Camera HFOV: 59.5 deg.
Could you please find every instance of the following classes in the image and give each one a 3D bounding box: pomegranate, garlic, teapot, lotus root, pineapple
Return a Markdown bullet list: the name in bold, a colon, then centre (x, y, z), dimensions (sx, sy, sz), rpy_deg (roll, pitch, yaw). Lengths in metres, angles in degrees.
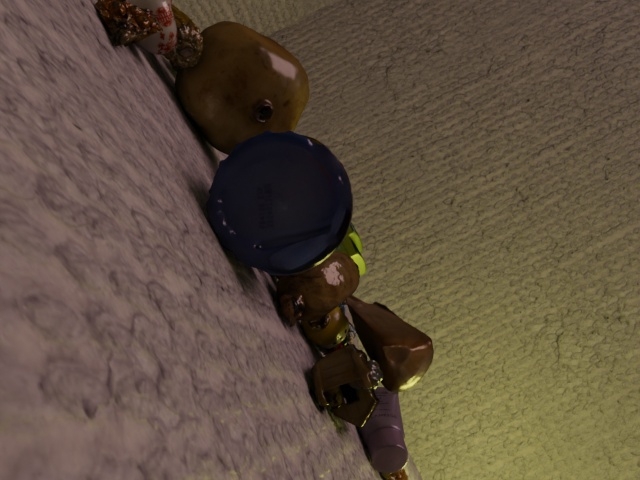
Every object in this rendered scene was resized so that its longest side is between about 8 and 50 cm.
- **pomegranate**: centre (-0.190, -0.376, 1.402), dimensions (0.332, 0.333, 0.332), rpy_deg (62, 1, -1)
- **garlic**: centre (0.152, 0.214, 1.324), dimensions (0.196, 0.151, 0.338), rpy_deg (53, 1, -30)
- **teapot**: centre (-0.334, -0.435, 1.082), dimensions (0.159, 0.116, 0.245), rpy_deg (52, -16, -7)
- **lotus root**: centre (-0.009, 0.096, 1.237), dimensions (0.257, 0.154, 0.140), rpy_deg (-21, 79, -52)
- **pineapple**: centre (-0.331, -0.354, 0.945), dimensions (0.114, 0.077, 0.114), rpy_deg (24, 32, -24)

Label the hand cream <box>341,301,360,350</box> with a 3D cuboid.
- **hand cream**: centre (0.058, 0.304, 1.709), dimensions (0.185, 0.118, 0.358), rpy_deg (49, 15, -38)

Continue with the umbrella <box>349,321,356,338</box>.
- **umbrella**: centre (0.012, 0.203, 1.574), dimensions (0.250, 0.053, 0.052), rpy_deg (44, 13, -25)

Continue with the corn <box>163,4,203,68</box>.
- **corn**: centre (-0.357, -0.496, 1.310), dimensions (0.318, 0.115, 0.115), rpy_deg (49, -9, 43)

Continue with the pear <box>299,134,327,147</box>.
- **pear**: centre (-0.070, -0.158, 1.331), dimensions (0.229, 0.188, 0.211), rpy_deg (14, 7, 42)

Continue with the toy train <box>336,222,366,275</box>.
- **toy train**: centre (0.000, 0.000, 2.086), dimensions (0.442, 0.273, 0.179), rpy_deg (63, -2, 42)

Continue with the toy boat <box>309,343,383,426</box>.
- **toy boat**: centre (0.076, 0.317, 1.218), dimensions (0.445, 0.136, 0.162), rpy_deg (63, 5, -75)

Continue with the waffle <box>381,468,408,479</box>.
- **waffle**: centre (0.188, 0.604, 1.516), dimensions (0.254, 0.052, 0.245), rpy_deg (62, 2, -25)

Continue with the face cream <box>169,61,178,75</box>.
- **face cream**: centre (-0.369, -0.490, 1.608), dimensions (0.092, 0.092, 0.311), rpy_deg (62, 1, 0)

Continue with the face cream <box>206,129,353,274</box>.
- **face cream**: centre (-0.063, -0.066, 1.016), dimensions (0.249, 0.249, 0.225), rpy_deg (62, 0, 0)

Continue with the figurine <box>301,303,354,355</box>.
- **figurine**: centre (0.026, 0.242, 1.414), dimensions (0.234, 0.127, 0.185), rpy_deg (108, -37, -77)

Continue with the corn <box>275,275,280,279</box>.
- **corn**: centre (-0.100, -0.019, 1.413), dimensions (0.346, 0.130, 0.130), rpy_deg (62, 0, 29)

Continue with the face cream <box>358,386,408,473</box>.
- **face cream**: centre (0.153, 0.466, 1.446), dimensions (0.274, 0.154, 0.096), rpy_deg (-106, -164, -66)
